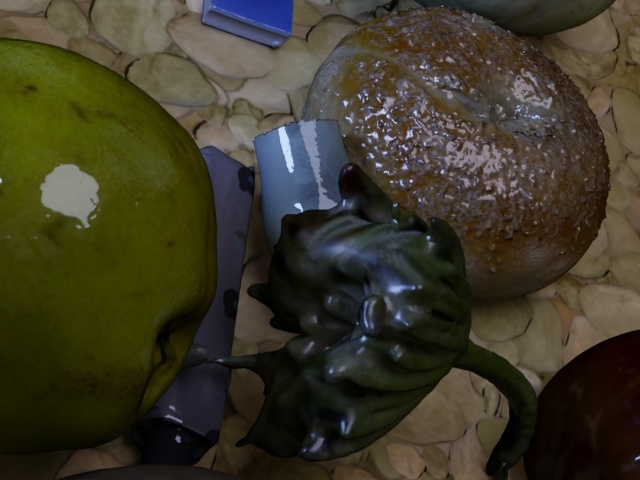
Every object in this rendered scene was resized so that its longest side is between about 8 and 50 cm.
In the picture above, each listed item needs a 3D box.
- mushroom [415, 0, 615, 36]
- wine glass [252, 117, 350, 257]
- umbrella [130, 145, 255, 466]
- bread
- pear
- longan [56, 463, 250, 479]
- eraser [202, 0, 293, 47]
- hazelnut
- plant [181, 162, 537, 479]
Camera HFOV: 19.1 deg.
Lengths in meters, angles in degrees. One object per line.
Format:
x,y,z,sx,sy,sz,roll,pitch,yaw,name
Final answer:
0.168,-0.359,1.876,0.352,0.260,0.352,25,29,-15,mushroom
0.000,0.000,1.625,0.093,0.093,0.202,-3,74,-33,wine glass
-0.106,0.066,1.559,0.073,0.067,0.337,19,52,-17,umbrella
0.135,-0.089,1.749,0.305,0.159,0.305,16,54,-23,bread
-0.236,-0.014,1.404,0.375,0.287,0.287,39,45,24,pear
-0.120,0.280,1.262,0.297,0.297,0.297,16,53,-22,longan
-0.069,-0.223,1.805,0.085,0.027,0.063,17,51,-20,eraser
0.291,0.199,1.640,0.218,0.218,0.234,-6,44,-34,hazelnut
0.076,0.068,1.521,0.333,0.251,0.180,5,44,-49,plant
